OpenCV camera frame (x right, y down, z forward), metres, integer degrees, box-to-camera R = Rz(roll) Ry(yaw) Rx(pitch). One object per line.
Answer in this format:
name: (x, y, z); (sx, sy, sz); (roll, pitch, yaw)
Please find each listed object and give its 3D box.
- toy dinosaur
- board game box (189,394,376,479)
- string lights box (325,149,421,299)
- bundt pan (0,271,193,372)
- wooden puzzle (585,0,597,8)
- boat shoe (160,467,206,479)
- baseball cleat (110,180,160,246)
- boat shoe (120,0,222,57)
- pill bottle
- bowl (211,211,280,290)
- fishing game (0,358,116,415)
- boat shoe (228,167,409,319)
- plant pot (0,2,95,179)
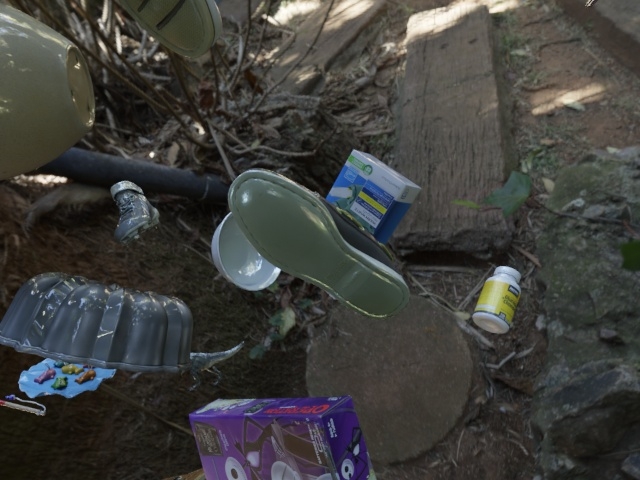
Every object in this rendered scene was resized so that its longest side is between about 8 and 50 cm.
toy dinosaur: (-0.362, 0.395, 1.369); (0.268, 0.064, 0.118); (-10, 84, 4)
board game box: (-0.009, 0.324, 0.416); (0.208, 0.056, 0.346); (-21, 85, 45)
string lights box: (0.065, -0.028, 0.863); (0.133, 0.077, 0.259); (40, 111, 28)
bundt pan: (-0.382, 0.141, 0.803); (0.331, 0.331, 0.124); (8, 79, 24)
wooden puzzle: (0.277, -0.251, 0.400); (0.006, 0.083, 0.049); (37, 44, 0)
boat shoe: (-0.305, 0.544, 0.934); (0.105, 0.307, 0.110); (9, 92, 29)
baseball cleat: (-0.355, -0.053, 0.810); (0.072, 0.109, 0.206); (-35, 13, -8)
boat shoe: (-0.227, -0.377, 0.564); (0.113, 0.302, 0.103); (-32, 13, 35)
pill bottle: (0.525, 0.171, 1.296); (0.103, 0.103, 0.184); (16, 63, 29)
bowl: (-0.281, 0.036, 1.584); (0.134, 0.298, 0.297); (-11, 46, 43)
fishing game: (-0.538, 0.277, 0.945); (0.189, 0.041, 0.264); (8, 15, 14)
boat shoe: (0.000, 0.000, 0.463); (0.081, 0.228, 0.068); (-42, 26, 19)
plant pot: (-0.469, -0.233, 0.679); (0.191, 0.284, 0.284); (-6, 50, -10)
